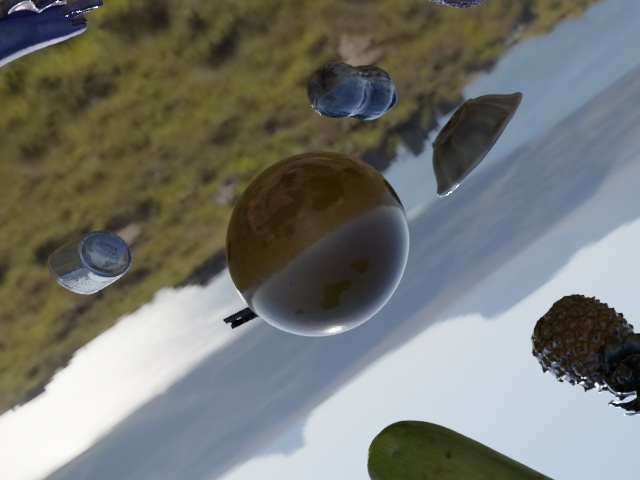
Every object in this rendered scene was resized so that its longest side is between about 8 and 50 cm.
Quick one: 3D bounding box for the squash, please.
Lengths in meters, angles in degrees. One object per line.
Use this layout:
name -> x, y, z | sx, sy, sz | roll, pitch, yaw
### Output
squash -> 0.225, 0.320, 1.498 | 0.118, 0.370, 0.118 | 24, 90, -80

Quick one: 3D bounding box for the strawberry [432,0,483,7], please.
strawberry -> 0.210, -0.409, 1.934 | 0.131, 0.131, 0.148 | -39, -171, 28

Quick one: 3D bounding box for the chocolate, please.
chocolate -> 0.041, -0.185, 1.591 | 0.072, 0.072, 0.167 | -38, 166, 27

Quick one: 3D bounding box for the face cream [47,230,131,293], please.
face cream -> -0.387, 0.039, 2.127 | 0.073, 0.107, 0.269 | -63, -165, -18

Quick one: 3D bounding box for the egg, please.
egg -> 0.000, 0.000, 1.781 | 0.250, 0.250, 0.322 | -37, -177, 18

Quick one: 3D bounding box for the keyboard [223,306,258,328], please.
keyboard -> -0.031, 0.083, 2.248 | 0.317, 0.027, 0.106 | -27, 177, 31

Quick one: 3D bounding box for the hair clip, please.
hair clip -> -0.360, -0.218, 1.393 | 0.278, 0.090, 0.137 | -44, -175, -38

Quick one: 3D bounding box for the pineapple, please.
pineapple -> 0.354, 0.149, 1.481 | 0.125, 0.125, 0.251 | -33, -145, -19

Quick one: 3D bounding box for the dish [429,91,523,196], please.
dish -> 0.252, -0.186, 2.225 | 0.229, 0.081, 0.229 | -53, -177, 4
